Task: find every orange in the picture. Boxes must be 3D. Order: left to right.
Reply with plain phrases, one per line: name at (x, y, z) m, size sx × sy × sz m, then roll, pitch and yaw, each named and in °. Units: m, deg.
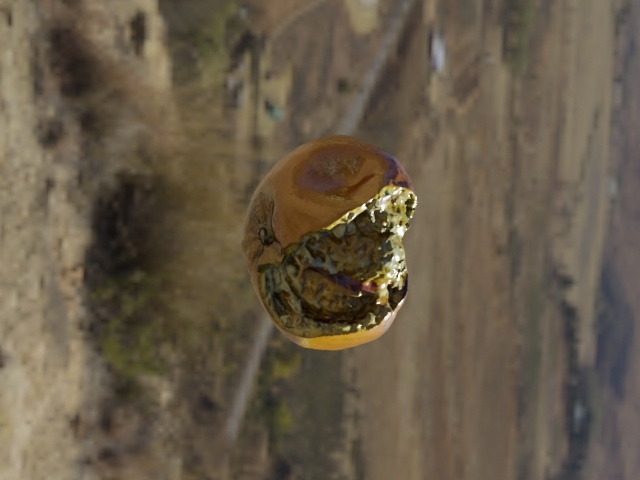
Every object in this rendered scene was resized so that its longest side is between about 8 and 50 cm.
orange at (0.000, 0.000, 0.670) m, size 0.086 × 0.062 × 0.086 m, roll -172°, pitch -90°, yaw -75°
